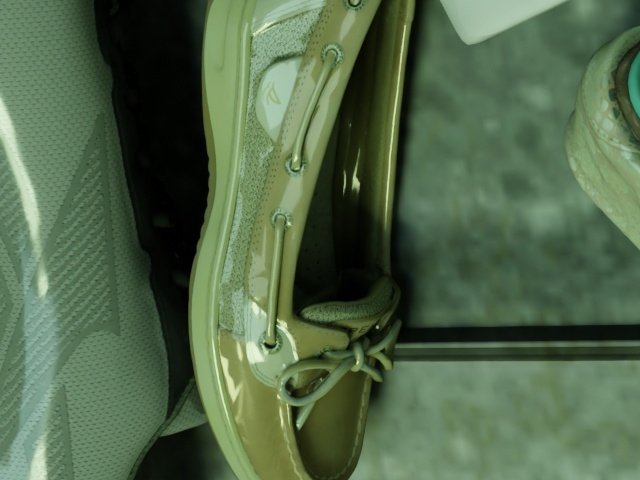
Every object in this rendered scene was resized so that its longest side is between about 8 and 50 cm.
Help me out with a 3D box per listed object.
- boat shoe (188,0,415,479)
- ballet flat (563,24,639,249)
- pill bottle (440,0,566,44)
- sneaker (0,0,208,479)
[{"bbox_3d":[0.001,-0.001,0.515,0.048,0.056,0.153,10,105,34],"label":"boat shoe"},{"bbox_3d":[0.119,0.021,0.457,0.168,0.057,0.052,53,154,10],"label":"ballet flat"},{"bbox_3d":[0.029,-0.154,0.401,0.119,0.119,0.208,-24,93,36],"label":"pill bottle"},{"bbox_3d":[-0.074,-0.008,0.547,0.108,0.100,0.271,7,106,-7],"label":"sneaker"}]
